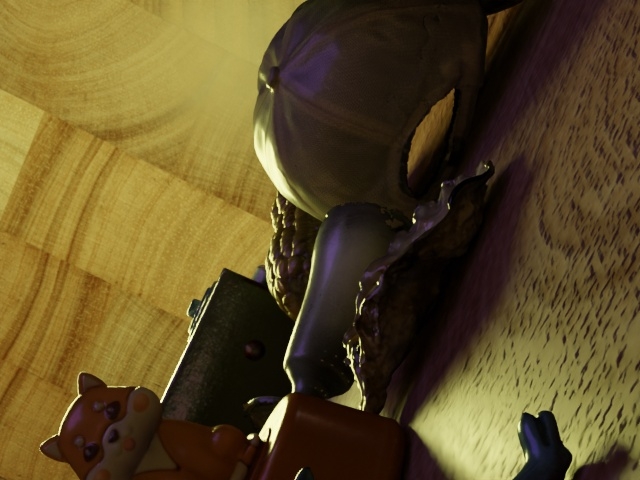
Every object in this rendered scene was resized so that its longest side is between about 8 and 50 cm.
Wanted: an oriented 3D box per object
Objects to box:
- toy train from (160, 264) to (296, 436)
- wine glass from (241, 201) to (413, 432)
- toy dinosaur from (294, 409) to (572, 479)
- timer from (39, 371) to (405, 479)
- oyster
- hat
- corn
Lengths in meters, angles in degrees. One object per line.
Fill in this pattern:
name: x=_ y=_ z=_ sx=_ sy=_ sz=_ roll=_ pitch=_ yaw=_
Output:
toy train: x=-0.104 y=0.161 z=1.059 sx=0.202 sy=0.131 sz=0.300 roll=170 pitch=125 yaw=-84
wine glass: x=0.011 y=0.055 z=0.693 sx=0.155 sy=0.072 sz=0.072 roll=-67 pitch=5 yaw=-33
toy dinosaur: x=0.013 y=0.099 z=0.261 sx=0.197 sy=0.080 sz=0.045 roll=-51 pitch=-12 yaw=-45
timer: x=-0.055 y=0.114 z=0.535 sx=0.132 sy=0.152 sz=0.132 roll=-63 pitch=4 yaw=7
oyster: x=0.051 y=0.011 z=0.612 sx=0.122 sy=0.045 sz=0.146 roll=-65 pitch=-5 yaw=30
hat: x=0.040 y=-0.120 z=0.869 sx=0.232 sy=0.161 sz=0.275 roll=-58 pitch=2 yaw=22
corn: x=0.000 y=0.000 z=0.988 sx=0.101 sy=0.101 sz=0.292 roll=-63 pitch=6 yaw=13
